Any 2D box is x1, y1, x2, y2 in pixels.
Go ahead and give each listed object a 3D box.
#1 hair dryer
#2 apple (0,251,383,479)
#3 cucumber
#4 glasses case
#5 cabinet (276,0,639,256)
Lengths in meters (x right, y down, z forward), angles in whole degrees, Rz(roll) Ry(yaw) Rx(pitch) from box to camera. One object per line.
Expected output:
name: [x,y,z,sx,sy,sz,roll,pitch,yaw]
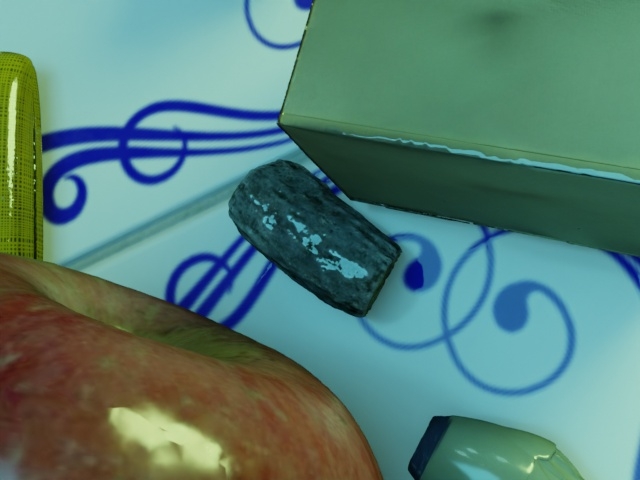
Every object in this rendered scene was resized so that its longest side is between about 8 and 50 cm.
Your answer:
hair dryer: [0.116,0.208,0.505,0.167,0.067,0.199,13,96,16]
apple: [-0.140,0.158,0.463,0.344,0.344,0.270,21,90,22]
cucumber: [-0.001,-0.001,0.574,0.112,0.064,0.064,37,94,22]
glasses case: [-0.243,-0.025,0.666,0.079,0.064,0.234,-7,77,13]
cabinet: [0.110,-0.088,0.501,0.206,0.150,0.145,12,80,22]
